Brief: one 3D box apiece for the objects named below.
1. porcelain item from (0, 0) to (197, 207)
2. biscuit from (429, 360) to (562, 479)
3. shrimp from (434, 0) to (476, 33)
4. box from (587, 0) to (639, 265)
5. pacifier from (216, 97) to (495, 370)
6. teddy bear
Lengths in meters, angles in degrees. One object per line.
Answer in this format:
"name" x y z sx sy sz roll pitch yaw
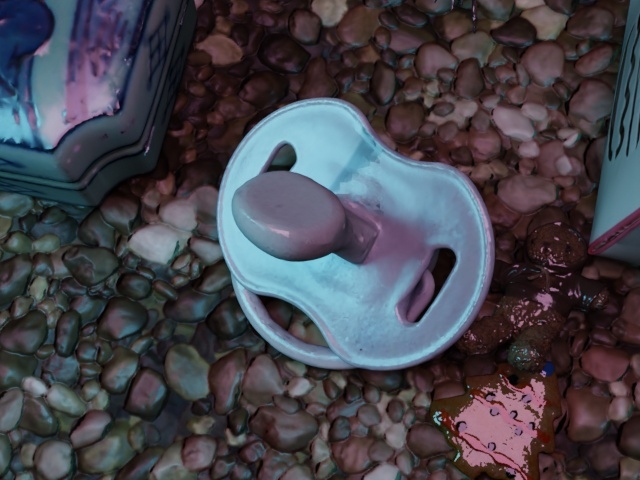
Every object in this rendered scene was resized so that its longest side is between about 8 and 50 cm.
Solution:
"porcelain item" -0.277 -0.190 0.981 0.286 0.157 0.281 12 73 7
"biscuit" 0.166 0.156 0.908 0.119 0.019 0.130 37 79 14
"shrimp" 0.167 -0.379 1.025 0.145 0.116 0.342 3 75 30
"box" 0.420 -0.124 0.809 0.312 0.300 0.314 14 74 -2
"pacifier" 0.000 0.000 0.869 0.279 0.207 0.227 34 97 23
"teddy bear" 0.192 0.058 0.913 0.119 0.078 0.160 17 56 32
